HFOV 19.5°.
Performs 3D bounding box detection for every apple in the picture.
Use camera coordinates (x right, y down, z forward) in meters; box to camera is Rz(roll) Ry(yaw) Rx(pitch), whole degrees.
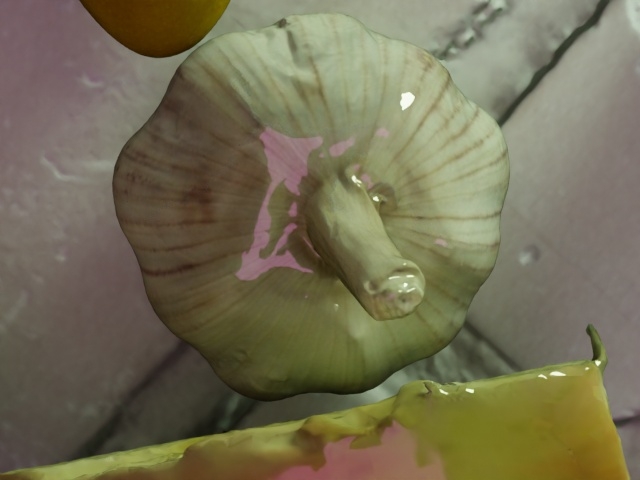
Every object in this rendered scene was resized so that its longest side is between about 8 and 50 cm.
[{"bbox_3d":[-0.002,0.165,0.841,0.309,0.252,0.314,-15,128,5],"label":"apple"}]

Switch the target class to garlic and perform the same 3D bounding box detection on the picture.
[{"bbox_3d":[0.000,0.000,0.874,0.199,0.226,0.199,-2,105,-7],"label":"garlic"}]

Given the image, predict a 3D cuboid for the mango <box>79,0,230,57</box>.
[{"bbox_3d":[-0.105,-0.208,0.880,0.138,0.113,0.253,-16,109,-11],"label":"mango"}]
